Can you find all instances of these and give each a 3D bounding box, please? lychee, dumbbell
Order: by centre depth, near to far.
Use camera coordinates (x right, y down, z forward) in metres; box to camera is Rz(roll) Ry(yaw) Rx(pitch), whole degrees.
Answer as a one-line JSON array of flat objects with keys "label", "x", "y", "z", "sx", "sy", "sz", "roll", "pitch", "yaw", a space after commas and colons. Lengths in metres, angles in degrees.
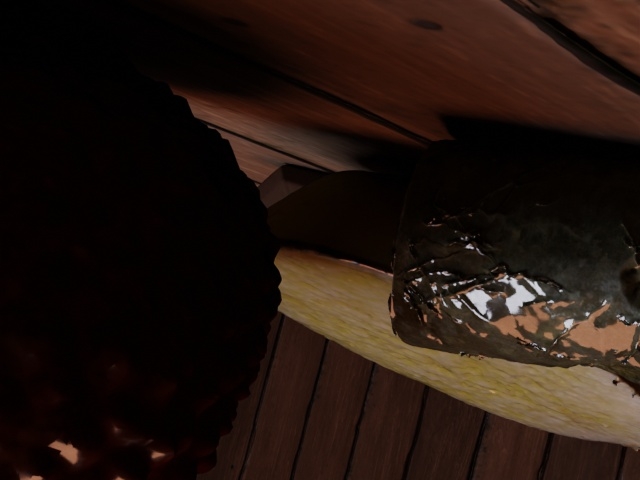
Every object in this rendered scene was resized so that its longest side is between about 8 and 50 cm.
[{"label": "lychee", "x": -0.150, "y": 0.035, "z": 0.541, "sx": 0.304, "sy": 0.276, "sz": 0.276, "roll": 51, "pitch": 175, "yaw": 0}, {"label": "dumbbell", "x": 0.000, "y": 0.000, "z": 0.954, "sx": 0.082, "sy": 0.092, "sz": 0.231, "roll": -14, "pitch": 171, "yaw": 7}]

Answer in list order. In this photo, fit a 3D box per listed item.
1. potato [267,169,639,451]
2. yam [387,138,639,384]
[{"label": "potato", "x": 0.094, "y": 0.025, "z": 0.745, "sx": 0.299, "sy": 0.116, "sz": 0.239, "roll": 26, "pitch": 169, "yaw": -19}, {"label": "yam", "x": 0.111, "y": 0.010, "z": 0.530, "sx": 0.183, "sy": 0.107, "sz": 0.107, "roll": 9, "pitch": 174, "yaw": 33}]
